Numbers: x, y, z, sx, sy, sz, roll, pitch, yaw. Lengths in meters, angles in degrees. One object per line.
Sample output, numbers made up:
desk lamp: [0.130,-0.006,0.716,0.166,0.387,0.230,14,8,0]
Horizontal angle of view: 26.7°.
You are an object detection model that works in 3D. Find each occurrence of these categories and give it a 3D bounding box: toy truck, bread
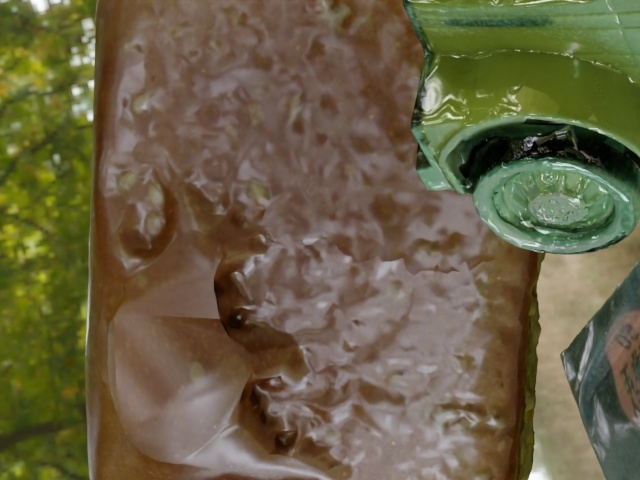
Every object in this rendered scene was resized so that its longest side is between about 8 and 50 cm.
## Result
toy truck: [0.138,-0.088,0.326,0.135,0.260,0.128,48,-135,-43]
bread: [0.000,0.000,0.545,0.110,0.184,0.234,-45,-41,-73]

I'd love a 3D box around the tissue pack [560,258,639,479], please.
tissue pack: [0.238,0.136,0.608,0.228,0.103,0.315,112,143,-58]
